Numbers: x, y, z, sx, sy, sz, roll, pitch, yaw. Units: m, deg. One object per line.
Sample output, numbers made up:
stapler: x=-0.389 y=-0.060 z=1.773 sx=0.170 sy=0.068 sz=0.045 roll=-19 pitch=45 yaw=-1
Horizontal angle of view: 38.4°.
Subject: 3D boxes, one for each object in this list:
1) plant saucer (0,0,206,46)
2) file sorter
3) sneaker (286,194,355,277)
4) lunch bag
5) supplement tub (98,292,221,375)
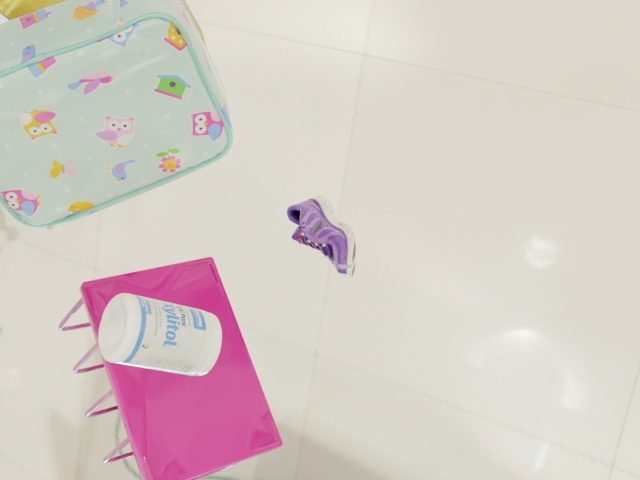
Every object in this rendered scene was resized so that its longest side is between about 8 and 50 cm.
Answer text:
plant saucer: x=-0.312 y=-0.369 z=1.303 sx=0.081 sy=0.333 sz=0.332 roll=-50 pitch=46 yaw=23
file sorter: x=-0.227 y=0.205 z=1.310 sx=0.182 sy=0.202 sz=0.290 roll=-41 pitch=67 yaw=50
sneaker: x=0.000 y=0.000 z=1.304 sx=0.170 sy=0.071 sz=0.068 roll=-128 pitch=32 yaw=-50
lunch bag: x=-0.245 y=-0.138 z=0.983 sx=0.279 sy=0.224 sz=0.107 roll=-20 pitch=46 yaw=5
supplement tub: x=-0.162 y=0.096 z=0.927 sx=0.071 sy=0.107 sz=0.071 roll=-22 pitch=61 yaw=46
